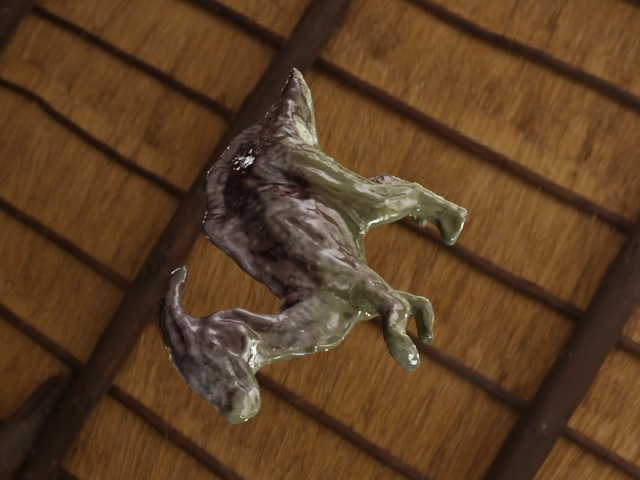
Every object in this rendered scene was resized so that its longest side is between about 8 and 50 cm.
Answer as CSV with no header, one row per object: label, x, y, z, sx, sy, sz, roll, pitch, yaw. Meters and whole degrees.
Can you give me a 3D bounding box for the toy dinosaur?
toy dinosaur,0.002,-0.005,0.555,0.162,0.077,0.294,19,-147,-6
